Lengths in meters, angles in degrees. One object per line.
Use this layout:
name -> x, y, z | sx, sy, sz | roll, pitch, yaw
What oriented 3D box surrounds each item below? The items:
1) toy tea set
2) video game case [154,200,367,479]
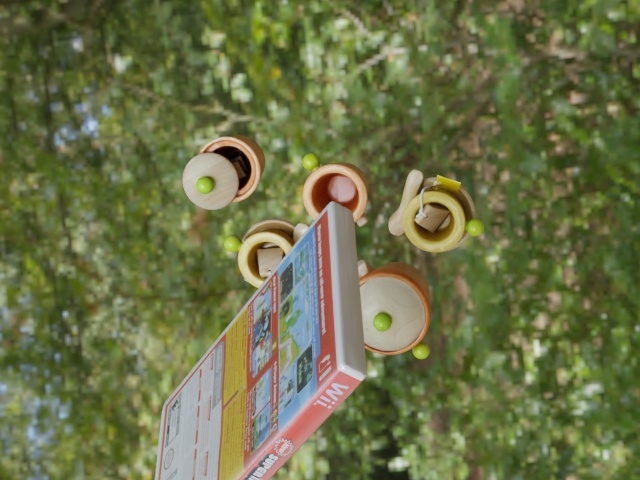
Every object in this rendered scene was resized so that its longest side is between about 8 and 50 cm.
toy tea set -> 0.000, 0.000, 1.349 | 0.124, 0.336, 0.200 | -51, -24, -71
video game case -> -0.058, 0.126, 1.009 | 0.285, 0.025, 0.204 | -50, 24, 30
